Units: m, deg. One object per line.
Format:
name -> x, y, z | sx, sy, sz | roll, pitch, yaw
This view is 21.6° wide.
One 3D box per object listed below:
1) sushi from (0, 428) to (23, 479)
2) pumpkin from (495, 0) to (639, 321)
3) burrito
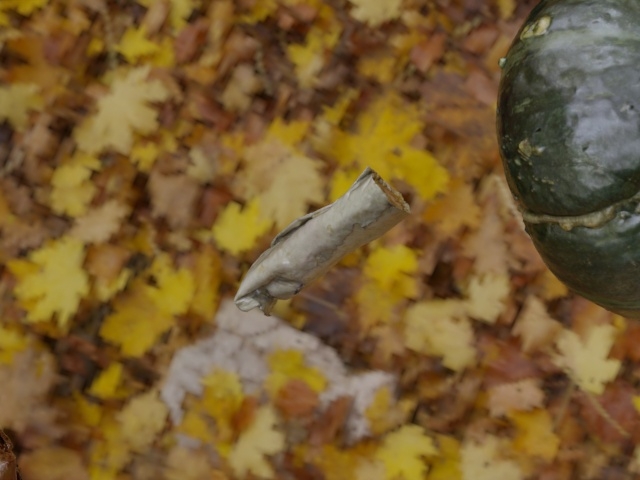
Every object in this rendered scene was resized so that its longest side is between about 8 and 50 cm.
sushi -> -0.418, 0.185, 1.400 | 0.182, 0.343, 0.196 | -44, 41, 33
pumpkin -> 0.170, -0.052, 0.821 | 0.146, 0.190, 0.190 | 10, 79, 33
burrito -> 0.000, 0.000, 1.609 | 0.226, 0.087, 0.060 | -37, 82, 33
